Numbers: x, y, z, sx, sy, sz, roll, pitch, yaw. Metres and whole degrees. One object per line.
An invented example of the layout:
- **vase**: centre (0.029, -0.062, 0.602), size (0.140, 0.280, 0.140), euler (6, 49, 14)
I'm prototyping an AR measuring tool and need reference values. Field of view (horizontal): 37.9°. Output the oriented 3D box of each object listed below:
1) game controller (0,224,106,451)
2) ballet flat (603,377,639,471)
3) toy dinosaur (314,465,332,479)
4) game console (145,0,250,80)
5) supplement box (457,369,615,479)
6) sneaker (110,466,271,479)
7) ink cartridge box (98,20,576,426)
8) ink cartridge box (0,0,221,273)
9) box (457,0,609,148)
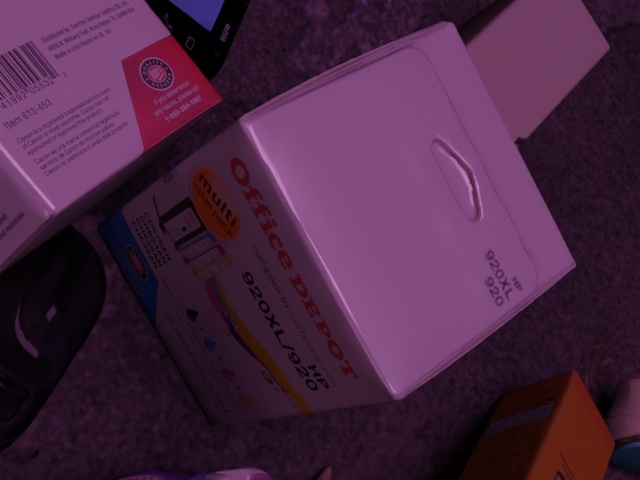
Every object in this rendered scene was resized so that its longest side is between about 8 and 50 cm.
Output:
- **game controller**: centre (-0.279, -0.013, 0.545), size (0.319, 0.067, 0.166), euler (39, 46, -18)
- **ballet flat**: centre (0.361, 0.196, 0.867), size (0.248, 0.086, 0.086), euler (28, 65, -22)
- **toy dinosaur**: centre (-0.027, 0.285, 0.587), size (0.127, 0.200, 0.296), euler (55, 20, -55)
- **game console**: centre (-0.059, -0.280, 0.750), size (0.213, 0.044, 0.361), euler (29, 65, -22)
- **supplement box**: centre (0.150, 0.187, 0.686), size (0.078, 0.080, 0.233), euler (61, 31, -5)
- **sneaker**: centre (-0.125, 0.180, 0.511), size (0.236, 0.104, 0.095), euler (-1, 95, -61)
- **ink cartridge box**: centre (0.000, 0.000, 0.598), size (0.168, 0.232, 0.171), euler (-32, 94, -34)
- **ink cartridge box**: centre (-0.202, -0.124, 0.557), size (0.237, 0.100, 0.172), euler (51, 41, -7)
- **box**: centre (0.119, -0.112, 0.775), size (0.275, 0.113, 0.094), euler (-43, 102, -31)
